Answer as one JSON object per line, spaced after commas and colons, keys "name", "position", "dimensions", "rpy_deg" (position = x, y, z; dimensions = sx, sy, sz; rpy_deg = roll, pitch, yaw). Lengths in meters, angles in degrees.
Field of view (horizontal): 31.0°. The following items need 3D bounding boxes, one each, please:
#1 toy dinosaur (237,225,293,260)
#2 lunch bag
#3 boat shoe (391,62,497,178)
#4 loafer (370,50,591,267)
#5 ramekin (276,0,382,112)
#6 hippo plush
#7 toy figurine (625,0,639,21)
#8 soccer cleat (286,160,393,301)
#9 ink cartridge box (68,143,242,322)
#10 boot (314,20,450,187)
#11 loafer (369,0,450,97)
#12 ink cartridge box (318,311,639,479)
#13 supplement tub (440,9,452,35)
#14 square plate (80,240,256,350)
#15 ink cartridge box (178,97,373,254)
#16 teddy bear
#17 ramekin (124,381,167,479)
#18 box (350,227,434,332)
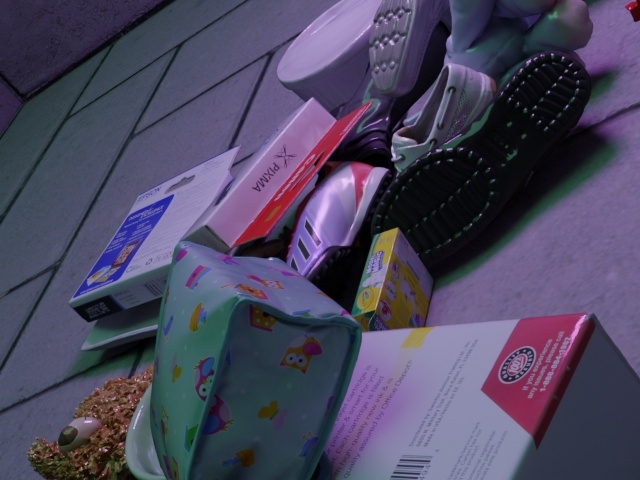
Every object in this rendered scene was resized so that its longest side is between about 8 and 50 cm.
{"name": "toy dinosaur", "position": [-0.116, 0.072, 1.768], "dimensions": [0.296, 0.127, 0.200], "rpy_deg": [-46, 18, -22]}
{"name": "lunch bag", "position": [-0.084, 0.159, 1.136], "dimensions": [0.223, 0.160, 0.262], "rpy_deg": [32, 109, 65]}
{"name": "boat shoe", "position": [0.142, -0.129, 1.652], "dimensions": [0.277, 0.096, 0.098], "rpy_deg": [-61, 24, 15]}
{"name": "loafer", "position": [0.227, -0.091, 1.561], "dimensions": [0.366, 0.134, 0.130], "rpy_deg": [-42, -17, 9]}
{"name": "ramekin", "position": [0.058, -0.349, 2.181], "dimensions": [0.273, 0.127, 0.273], "rpy_deg": [-33, 26, 19]}
{"name": "hippo plush", "position": [0.296, -0.302, 1.738], "dimensions": [0.236, 0.234, 0.294], "rpy_deg": [-50, -23, -60]}
{"name": "toy figurine", "position": [0.522, -0.324, 1.412], "dimensions": [0.217, 0.191, 0.362], "rpy_deg": [-33, 27, 7]}
{"name": "soccer cleat", "position": [0.000, 0.000, 1.678], "dimensions": [0.116, 0.109, 0.318], "rpy_deg": [17, 50, 18]}
{"name": "ink cartridge box", "position": [-0.279, -0.009, 2.079], "dimensions": [0.303, 0.072, 0.307], "rpy_deg": [-21, 29, 40]}
{"name": "boot", "position": [0.102, -0.189, 1.861], "dimensions": [0.338, 0.118, 0.223], "rpy_deg": [-52, 20, 29]}
{"name": "loafer", "position": [0.154, -0.367, 1.778], "dimensions": [0.112, 0.111, 0.320], "rpy_deg": [-1, 73, 55]}
{"name": "ink cartridge box", "position": [0.100, 0.233, 1.133], "dimensions": [0.384, 0.160, 0.279], "rpy_deg": [-9, 39, 49]}
{"name": "supplement tub", "position": [0.293, -0.491, 1.934], "dimensions": [0.331, 0.241, 0.241], "rpy_deg": [-27, 29, 30]}
{"name": "square plate", "position": [-0.237, 0.051, 2.053], "dimensions": [0.344, 0.049, 0.347], "rpy_deg": [-18, 34, 43]}
{"name": "ink cartridge box", "position": [-0.074, -0.105, 1.802], "dimensions": [0.296, 0.066, 0.261], "rpy_deg": [-52, 12, -25]}
{"name": "teddy bear", "position": [-0.296, 0.257, 1.641], "dimensions": [0.245, 0.113, 0.338], "rpy_deg": [-12, 18, 26]}
{"name": "ramekin", "position": [-0.081, 0.218, 1.435], "dimensions": [0.303, 0.148, 0.303], "rpy_deg": [-33, 26, 18]}
{"name": "box", "position": [0.091, 0.082, 1.457], "dimensions": [0.043, 0.105, 0.179], "rpy_deg": [-19, 32, 28]}
